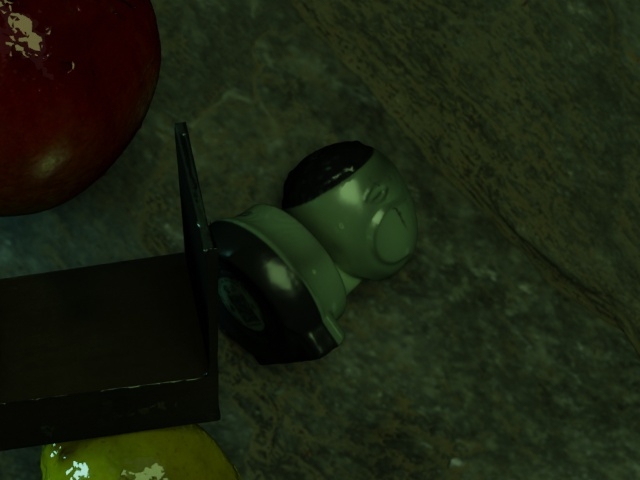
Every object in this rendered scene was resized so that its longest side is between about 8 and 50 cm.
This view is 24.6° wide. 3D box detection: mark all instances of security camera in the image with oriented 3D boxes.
[{"bbox_3d":[0.000,0.000,1.769,0.277,0.197,0.191,-38,101,-27],"label":"security camera"}]

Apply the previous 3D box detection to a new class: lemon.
[{"bbox_3d":[-0.199,0.284,1.639,0.260,0.204,0.204,35,71,-15],"label":"lemon"}]

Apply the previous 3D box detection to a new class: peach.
[{"bbox_3d":[-0.348,-0.205,1.609,0.370,0.370,0.370,3,78,-16],"label":"peach"}]

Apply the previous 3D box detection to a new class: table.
[{"bbox_3d":[-0.239,0.047,1.518,0.250,0.282,0.196,-7,49,-8],"label":"table"}]
